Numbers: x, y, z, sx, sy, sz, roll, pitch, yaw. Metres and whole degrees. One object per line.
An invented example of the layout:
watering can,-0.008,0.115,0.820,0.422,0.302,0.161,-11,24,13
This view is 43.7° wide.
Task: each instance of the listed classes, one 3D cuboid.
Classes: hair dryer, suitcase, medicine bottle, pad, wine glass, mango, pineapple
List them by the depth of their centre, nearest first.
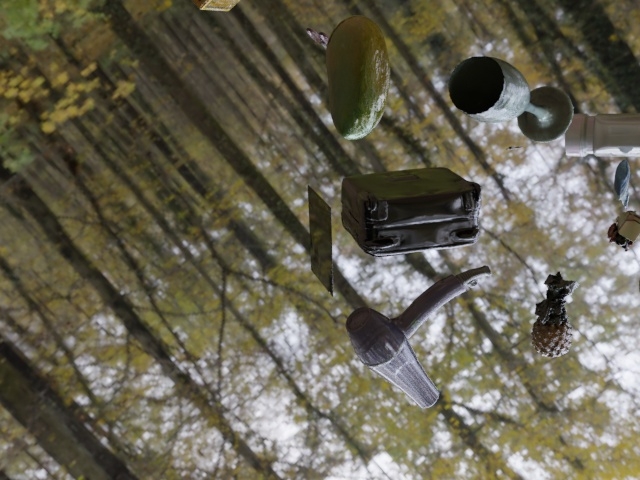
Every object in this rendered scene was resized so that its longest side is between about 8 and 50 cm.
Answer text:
wine glass,0.364,-0.184,1.189,0.309,0.264,0.096,1,111,-57
mango,0.066,-0.277,1.380,0.091,0.137,0.237,-8,-105,37
hair dryer,0.260,0.192,1.825,0.361,0.301,0.121,-42,-153,0
medicine bottle,0.748,-0.253,1.924,0.296,0.111,0.161,5,-171,23
pad,0.000,0.000,1.969,0.004,0.243,0.163,-11,-152,-18
pineapple,0.630,0.193,2.147,0.111,0.237,0.119,7,-149,16
suitcase,0.240,-0.094,2.182,0.345,0.188,0.339,-8,-159,-10

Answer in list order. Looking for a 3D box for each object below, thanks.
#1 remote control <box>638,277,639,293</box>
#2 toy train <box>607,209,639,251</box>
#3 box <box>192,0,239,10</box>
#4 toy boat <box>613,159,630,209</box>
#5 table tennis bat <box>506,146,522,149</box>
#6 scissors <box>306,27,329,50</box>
remote control,0.572,0.001,1.186,0.256,0.097,0.045,-47,-174,5
toy train,0.703,-0.030,1.835,0.087,0.050,0.138,-62,173,22
box,-0.149,-0.626,1.722,0.301,0.084,0.193,-38,-177,19
toy boat,0.720,-0.120,1.912,0.034,0.149,0.105,8,-138,26
table tennis bat,0.597,-0.285,2.470,0.050,0.007,0.083,-6,-178,27
scissors,0.033,-0.436,1.864,0.085,0.176,0.022,29,-96,43
